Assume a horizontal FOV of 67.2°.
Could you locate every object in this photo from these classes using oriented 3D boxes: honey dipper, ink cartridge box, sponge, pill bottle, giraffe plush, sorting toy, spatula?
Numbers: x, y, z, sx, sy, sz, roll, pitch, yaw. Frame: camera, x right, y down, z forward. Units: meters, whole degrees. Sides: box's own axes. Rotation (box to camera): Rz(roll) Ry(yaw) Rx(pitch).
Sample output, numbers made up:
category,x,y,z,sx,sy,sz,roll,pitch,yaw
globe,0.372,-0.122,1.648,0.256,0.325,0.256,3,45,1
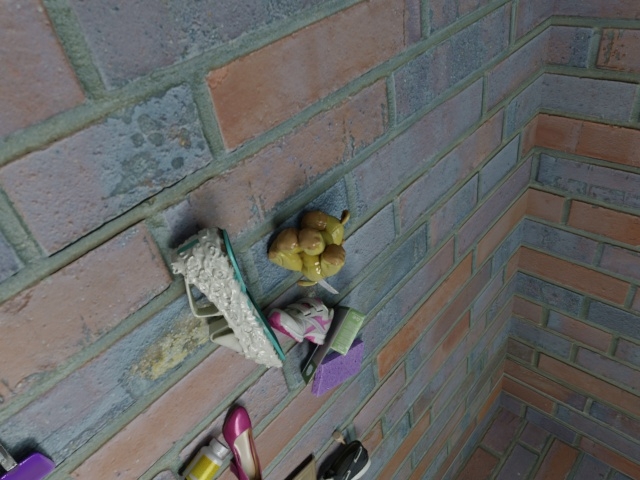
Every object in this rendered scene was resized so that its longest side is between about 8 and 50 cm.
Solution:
category,x,y,z,sx,sy,sz,roll,pitch,yaw
honey dipper,0.078,0.719,1.722,0.030,0.030,0.161,-50,144,-21
ink cartridge box,0.033,0.295,1.337,0.235,0.056,0.171,-62,-177,-9
sponge,0.058,0.399,1.520,0.210,0.031,0.117,-15,120,-46
pill bottle,-0.276,0.536,1.152,0.116,0.065,0.065,-51,141,-19
giraffe plush,0.000,0.000,1.144,0.210,0.181,0.171,51,46,-39
sorting toy,-0.088,0.885,1.602,0.229,0.041,0.307,-34,133,-42
spatula,-0.521,0.324,0.763,0.084,0.030,0.297,-37,135,-30

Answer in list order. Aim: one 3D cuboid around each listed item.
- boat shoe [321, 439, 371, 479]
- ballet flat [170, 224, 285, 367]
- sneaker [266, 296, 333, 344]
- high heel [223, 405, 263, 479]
category,x,y,z,sx,sy,sz,roll,pitch,yaw
boat shoe,0.051,0.819,1.658,0.302,0.114,0.091,-38,110,-39
ballet flat,-0.194,0.140,1.014,0.147,0.147,0.409,-43,135,-28
sneaker,-0.047,0.192,1.230,0.252,0.102,0.111,29,84,-62
high heel,-0.184,0.537,1.222,0.082,0.117,0.244,-16,121,-46
